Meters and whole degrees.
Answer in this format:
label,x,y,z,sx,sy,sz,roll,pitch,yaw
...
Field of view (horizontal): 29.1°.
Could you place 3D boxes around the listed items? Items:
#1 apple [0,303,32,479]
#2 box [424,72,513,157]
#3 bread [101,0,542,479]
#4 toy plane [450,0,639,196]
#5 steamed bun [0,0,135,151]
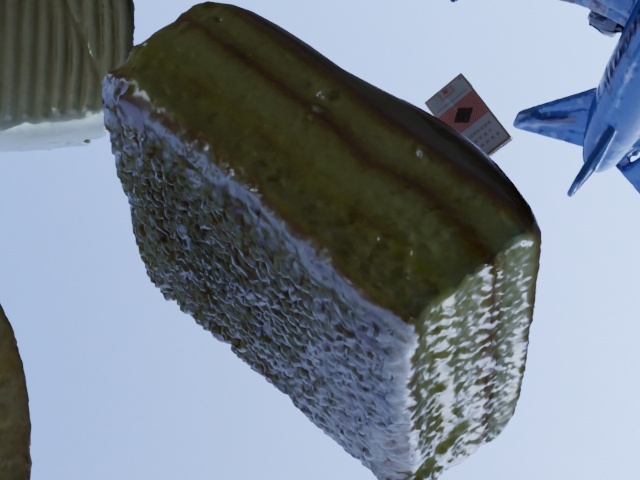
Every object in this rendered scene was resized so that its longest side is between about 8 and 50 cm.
label,x,y,z,sx,sy,sz,roll,pitch,yaw
apple,-0.345,0.136,0.769,0.314,0.252,0.309,13,-108,1
box,0.138,-0.112,1.151,0.083,0.046,0.012,56,-167,24
bread,0.000,0.000,0.637,0.110,0.184,0.234,-37,-123,-24
toy plane,0.202,-0.123,0.694,0.254,0.271,0.105,35,-132,13
steamed bun,-0.357,-0.232,1.490,0.273,0.272,0.290,-13,-99,-15
